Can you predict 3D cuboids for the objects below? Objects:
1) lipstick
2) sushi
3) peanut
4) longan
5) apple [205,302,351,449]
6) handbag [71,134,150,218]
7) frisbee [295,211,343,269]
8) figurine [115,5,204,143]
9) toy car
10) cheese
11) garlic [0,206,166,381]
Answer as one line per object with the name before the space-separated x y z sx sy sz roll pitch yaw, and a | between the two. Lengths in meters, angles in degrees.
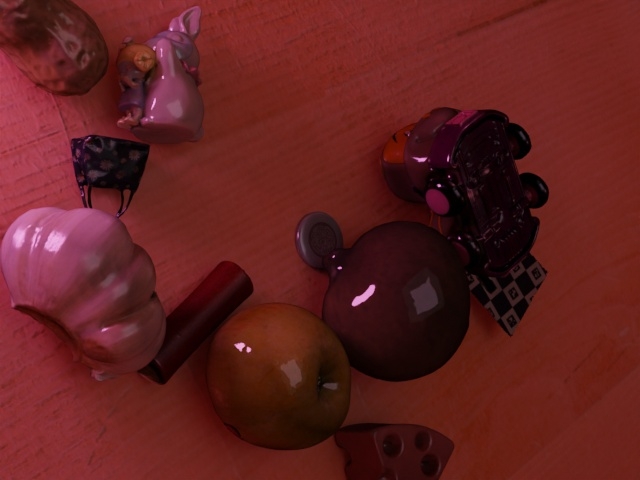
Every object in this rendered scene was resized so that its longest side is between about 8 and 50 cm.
lipstick | -0.208 0.132 1.658 0.241 0.080 0.080 -48 110 -33
sushi | 0.338 0.043 2.117 0.279 0.043 0.192 46 59 -14
peanut | -0.448 -0.337 1.520 0.291 0.143 0.159 50 32 -19
longan | 0.137 0.104 1.829 0.300 0.243 0.300 10 63 -19
apple | -0.065 0.225 1.671 0.261 0.194 0.260 11 76 -54
handbag | -0.343 -0.095 1.613 0.115 0.072 0.139 7 90 -38
frisbee | 0.000 0.000 1.884 0.110 0.014 0.110 8 76 -37
figurine | -0.265 -0.287 1.673 0.155 0.127 0.235 5 73 -27
toy car | 0.266 -0.096 1.975 0.271 0.240 0.340 -36 116 -34
cheese | 0.111 0.399 1.831 0.177 0.128 0.203 45 62 -20
garlic | -0.332 0.051 1.496 0.281 0.184 0.203 35 41 -4
